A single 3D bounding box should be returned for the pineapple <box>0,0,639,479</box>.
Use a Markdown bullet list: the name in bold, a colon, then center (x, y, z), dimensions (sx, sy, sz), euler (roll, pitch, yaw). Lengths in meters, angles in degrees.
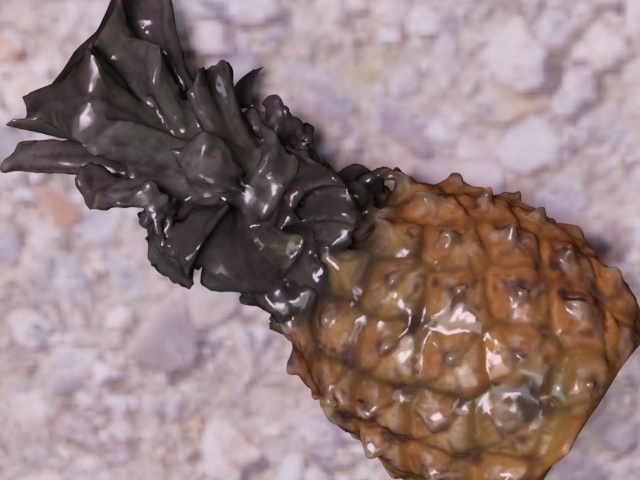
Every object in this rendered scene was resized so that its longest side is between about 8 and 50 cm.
- **pineapple**: center (0.000, 0.000, 0.626), dimensions (0.248, 0.128, 0.128), euler (34, 111, -2)
